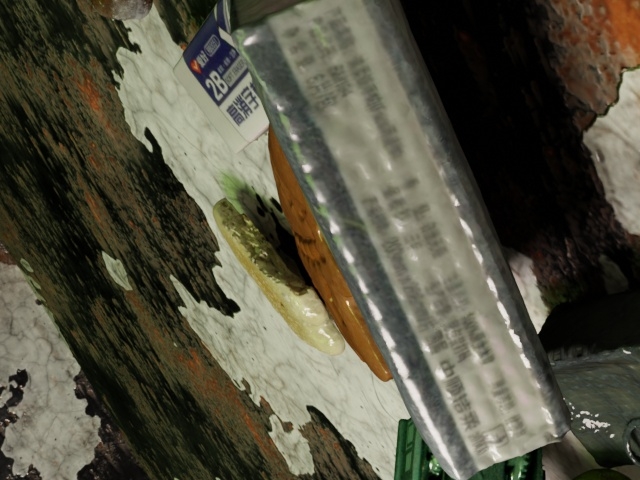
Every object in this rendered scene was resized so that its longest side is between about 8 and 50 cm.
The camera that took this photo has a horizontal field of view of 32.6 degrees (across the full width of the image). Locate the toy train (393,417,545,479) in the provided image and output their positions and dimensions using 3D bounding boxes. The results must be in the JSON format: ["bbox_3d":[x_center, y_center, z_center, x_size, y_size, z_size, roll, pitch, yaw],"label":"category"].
[{"bbox_3d":[0.144,0.306,1.137,0.139,0.330,0.178,9,161,-6],"label":"toy train"}]

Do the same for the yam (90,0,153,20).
[{"bbox_3d":[-0.229,-0.313,1.203,0.079,0.079,0.141,41,154,24],"label":"yam"}]

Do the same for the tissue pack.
[{"bbox_3d":[0.055,-0.044,0.878,0.288,0.124,0.394,-99,-15,-66],"label":"tissue pack"}]

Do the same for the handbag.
[{"bbox_3d":[0.276,0.129,0.927,0.175,0.088,0.270,48,155,-8],"label":"handbag"}]

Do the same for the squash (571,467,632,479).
[{"bbox_3d":[0.272,0.308,1.120,0.087,0.087,0.331,41,165,23],"label":"squash"}]

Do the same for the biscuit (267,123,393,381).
[{"bbox_3d":[0.000,0.000,1.143,0.284,0.043,0.306,-124,11,-58],"label":"biscuit"}]

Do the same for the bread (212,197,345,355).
[{"bbox_3d":[-0.051,0.057,1.366,0.251,0.039,0.181,46,167,40],"label":"bread"}]

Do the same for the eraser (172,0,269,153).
[{"bbox_3d":[-0.074,-0.177,1.126,0.124,0.068,0.210,52,155,-3],"label":"eraser"}]
